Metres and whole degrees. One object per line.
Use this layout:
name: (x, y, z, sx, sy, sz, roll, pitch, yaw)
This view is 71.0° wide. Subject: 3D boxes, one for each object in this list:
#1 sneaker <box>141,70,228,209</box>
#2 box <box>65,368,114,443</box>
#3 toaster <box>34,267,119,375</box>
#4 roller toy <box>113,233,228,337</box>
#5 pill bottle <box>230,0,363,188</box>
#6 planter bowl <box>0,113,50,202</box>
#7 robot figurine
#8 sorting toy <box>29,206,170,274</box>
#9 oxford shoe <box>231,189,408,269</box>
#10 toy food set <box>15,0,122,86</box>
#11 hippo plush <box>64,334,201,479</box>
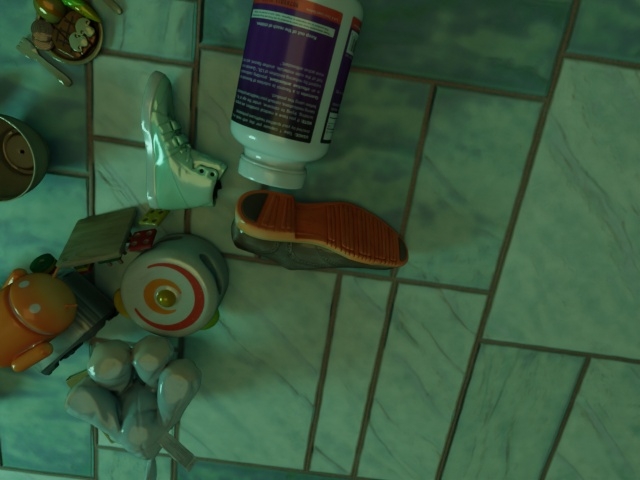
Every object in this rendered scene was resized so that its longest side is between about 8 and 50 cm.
sneaker: (-0.250, -0.183, 0.853, 0.151, 0.094, 0.256, 2, 110, -3)
box: (-0.484, 0.380, 1.075, 0.164, 0.021, 0.201, -24, 106, 7)
toaster: (-0.544, 0.162, 0.950, 0.227, 0.129, 0.146, -39, 101, 11)
roller toy: (-0.295, 0.091, 0.913, 0.209, 0.146, 0.191, 21, 107, -6)
pill bottle: (-0.051, -0.262, 0.776, 0.181, 0.181, 0.323, 15, 108, -4)
planter bowl: (-0.590, -0.163, 0.852, 0.162, 0.109, 0.162, 0, 109, 1)
robot figurine: (-0.546, 0.142, 0.820, 0.219, 0.158, 0.128, -35, 121, 5)
sorting toy: (-0.428, 0.003, 0.902, 0.274, 0.132, 0.046, -12, 135, 7)
oxford shoe: (0.000, 0.000, 0.915, 0.363, 0.130, 0.133, 15, 141, -11)
toy food set: (-0.463, -0.387, 0.814, 0.132, 0.038, 0.192, 40, 104, -12)
hippo plush: (-0.341, 0.312, 0.945, 0.234, 0.236, 0.294, -39, 94, -4)
